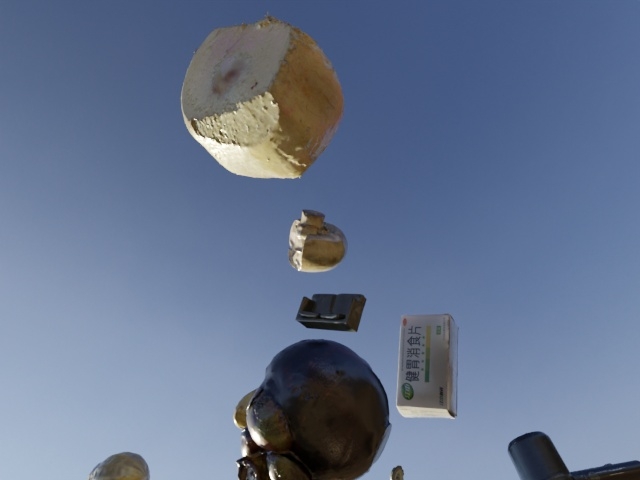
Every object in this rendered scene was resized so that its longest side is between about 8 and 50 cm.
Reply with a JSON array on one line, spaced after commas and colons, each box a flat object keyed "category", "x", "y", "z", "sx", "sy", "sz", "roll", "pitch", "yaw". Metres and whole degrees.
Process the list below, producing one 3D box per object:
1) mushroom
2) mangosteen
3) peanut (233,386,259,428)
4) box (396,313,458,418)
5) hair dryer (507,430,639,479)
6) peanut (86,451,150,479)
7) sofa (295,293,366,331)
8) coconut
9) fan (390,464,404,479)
[{"category": "mushroom", "x": 0.000, "y": 0.000, "z": 1.596, "sx": 0.188, "sy": 0.254, "sz": 0.195, "roll": 6, "pitch": -73, "yaw": -20}, {"category": "mangosteen", "x": -0.005, "y": 0.476, "z": 1.230, "sx": 0.381, "sy": 0.380, "sz": 0.422, "roll": 60, "pitch": -139, "yaw": -39}, {"category": "peanut", "x": -0.204, "y": 0.642, "z": 1.886, "sx": 0.318, "sy": 0.147, "sz": 0.148, "roll": -26, "pitch": -50, "yaw": -36}, {"category": "box", "x": 0.365, "y": 0.425, "z": 1.602, "sx": 0.145, "sy": 0.173, "sz": 0.333, "roll": 44, "pitch": -133, "yaw": -51}, {"category": "hair dryer", "x": 0.412, "y": 0.353, "z": 0.725, "sx": 0.218, "sy": 0.124, "sz": 0.072, "roll": -4, "pitch": -48, "yaw": -8}, {"category": "peanut", "x": -0.531, "y": 0.630, "z": 1.239, "sx": 0.146, "sy": 0.147, "sz": 0.305, "roll": 9, "pitch": -30, "yaw": -34}, {"category": "sofa", "x": 0.019, "y": 0.148, "z": 1.038, "sx": 0.060, "sy": 0.147, "sz": 0.085, "roll": 44, "pitch": -125, "yaw": -38}, {"category": "coconut", "x": -0.101, "y": -0.262, "z": 0.927, "sx": 0.297, "sy": 0.297, "sz": 0.254, "roll": -52, "pitch": -37, "yaw": 6}, {"category": "fan", "x": 0.120, "y": 0.349, "z": 0.534, "sx": 0.152, "sy": 0.008, "sz": 0.227, "roll": -36, "pitch": -72, "yaw": -42}]
